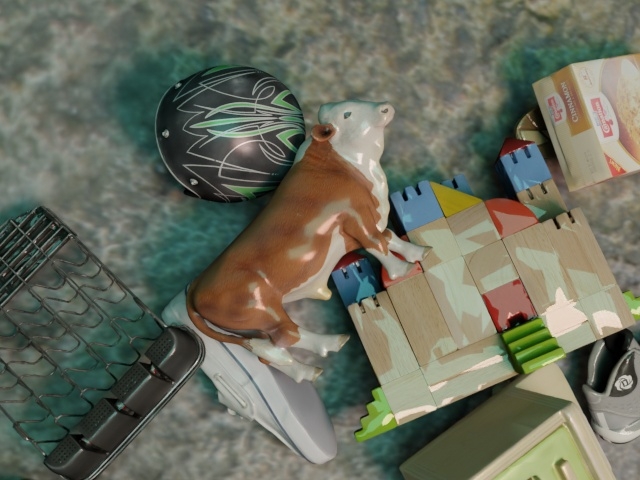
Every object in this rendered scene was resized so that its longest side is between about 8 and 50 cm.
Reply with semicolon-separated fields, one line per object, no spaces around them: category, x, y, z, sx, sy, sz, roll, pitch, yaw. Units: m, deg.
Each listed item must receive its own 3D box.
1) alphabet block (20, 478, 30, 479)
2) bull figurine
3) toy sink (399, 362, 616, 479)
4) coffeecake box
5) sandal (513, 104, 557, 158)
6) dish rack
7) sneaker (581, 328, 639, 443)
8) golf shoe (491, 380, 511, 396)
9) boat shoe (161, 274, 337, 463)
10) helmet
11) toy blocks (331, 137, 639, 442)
alphabet block;-0.251;0.373;0.883;0.197;0.193;0.192;16;81;-10
bull figurine;0.000;0.000;0.915;0.188;0.101;0.310;42;91;7
toy sink;0.236;0.258;0.946;0.234;0.131;0.152;-31;100;-19
coffeecake box;0.367;-0.151;1.069;0.186;0.068;0.142;-15;85;-35
sandal;0.315;-0.158;1.121;0.180;0.049;0.072;-34;98;-27
dish rack;-0.287;0.103;0.941;0.271;0.074;0.208;41;81;17
sneaker;0.417;0.141;1.073;0.229;0.086;0.132;-38;118;-12
golf shoe;0.224;0.260;1.056;0.086;0.069;0.176;-12;87;-6
boat shoe;-0.082;0.159;0.997;0.084;0.095;0.258;-38;86;19
helmet;-0.101;-0.119;0.970;0.170;0.161;0.169;1;85;-11
toy blocks;0.167;0.037;1.010;0.382;0.191;0.260;-24;81;-1
